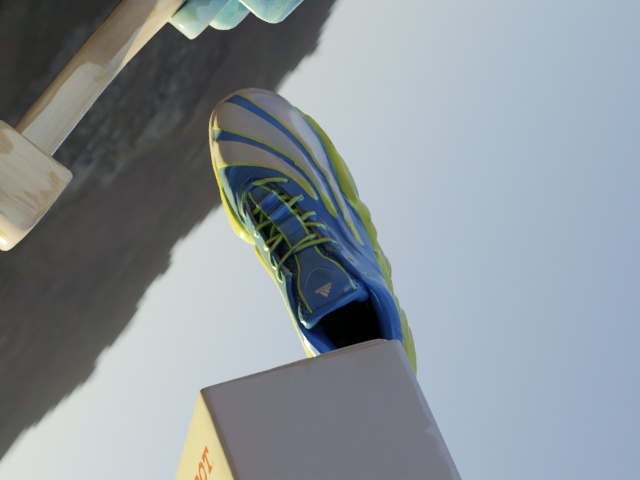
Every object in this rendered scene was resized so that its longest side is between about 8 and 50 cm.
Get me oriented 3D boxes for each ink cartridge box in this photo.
[{"bbox_3d":[0.019,0.222,0.740,0.117,0.278,0.201,-11,150,-21],"label":"ink cartridge box"}]

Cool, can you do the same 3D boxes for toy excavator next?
[{"bbox_3d":[-0.125,-0.232,1.257,0.445,0.222,0.433,-41,-161,37],"label":"toy excavator"}]

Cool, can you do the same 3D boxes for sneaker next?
[{"bbox_3d":[0.000,0.000,0.945,0.091,0.240,0.126,-29,177,-4],"label":"sneaker"}]
